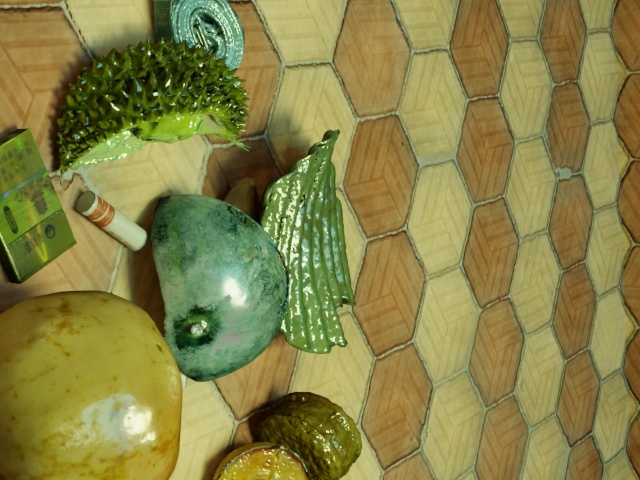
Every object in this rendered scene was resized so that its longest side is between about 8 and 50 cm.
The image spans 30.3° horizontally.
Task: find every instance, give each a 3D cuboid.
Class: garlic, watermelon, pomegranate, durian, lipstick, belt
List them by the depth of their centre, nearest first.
[{"bbox_3d":[-0.357,0.238,1.620,0.342,0.342,0.343,-5,96,-53],"label":"pomegranate"},{"bbox_3d":[-0.252,-0.213,1.846,0.355,0.157,0.169,-12,145,-37],"label":"durian"},{"bbox_3d":[-0.325,-0.030,1.846,0.130,0.038,0.038,41,60,-46],"label":"lipstick"},{"bbox_3d":[-0.161,0.089,1.920,0.175,0.188,0.322,-73,147,-61],"label":"watermelon"},{"bbox_3d":[-0.202,-0.341,1.953,0.147,0.082,0.163,-15,110,-41],"label":"belt"},{"bbox_3d":[-0.114,-0.004,2.093,0.198,0.090,0.129,60,36,-30],"label":"garlic"}]

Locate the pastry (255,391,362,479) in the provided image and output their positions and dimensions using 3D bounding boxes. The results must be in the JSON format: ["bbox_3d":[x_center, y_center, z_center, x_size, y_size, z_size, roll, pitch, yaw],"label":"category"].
[{"bbox_3d":[-0.022,0.366,2.159,0.103,0.188,0.189,-50,130,-42],"label":"pastry"}]

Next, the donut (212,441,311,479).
[{"bbox_3d":[-0.116,0.423,2.084,0.181,0.078,0.146,-35,109,-8],"label":"donut"}]

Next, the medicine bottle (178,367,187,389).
[{"bbox_3d":[-0.267,0.234,1.925,0.089,0.057,0.057,-12,102,-52],"label":"medicine bottle"}]

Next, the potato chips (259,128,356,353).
[{"bbox_3d":[-0.002,-0.007,2.150,0.373,0.097,0.389,-56,143,-58],"label":"potato chips"}]

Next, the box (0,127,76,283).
[{"bbox_3d":[-0.435,-0.049,1.708,0.121,0.030,0.193,-43,124,-42],"label":"box"}]
